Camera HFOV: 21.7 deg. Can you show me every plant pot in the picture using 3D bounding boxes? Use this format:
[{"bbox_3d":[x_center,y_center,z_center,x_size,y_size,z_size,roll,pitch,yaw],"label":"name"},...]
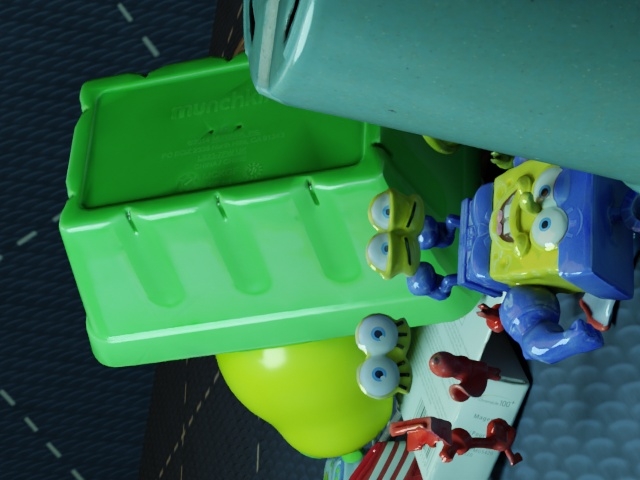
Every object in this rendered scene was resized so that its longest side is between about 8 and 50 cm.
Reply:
[{"bbox_3d":[0.140,-0.186,0.999,0.341,0.334,0.341,-174,90,-78],"label":"plant pot"}]

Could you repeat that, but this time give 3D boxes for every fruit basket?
[{"bbox_3d":[-0.024,0.017,1.516,0.392,0.392,0.283,115,162,-54],"label":"fruit basket"}]

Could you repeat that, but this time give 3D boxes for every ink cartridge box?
[{"bbox_3d":[0.133,0.059,1.525,0.275,0.060,0.239,-107,34,-62],"label":"ink cartridge box"}]

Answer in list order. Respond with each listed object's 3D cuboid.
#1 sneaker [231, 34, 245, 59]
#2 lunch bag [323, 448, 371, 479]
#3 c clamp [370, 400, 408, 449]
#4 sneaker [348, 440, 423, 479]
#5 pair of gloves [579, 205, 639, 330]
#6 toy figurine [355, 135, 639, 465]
[{"bbox_3d":[0.035,-0.252,1.622,0.180,0.124,0.321,-31,-16,-53],"label":"sneaker"},{"bbox_3d":[0.047,0.313,1.646,0.176,0.090,0.219,116,154,-78],"label":"lunch bag"},{"bbox_3d":[0.076,0.216,1.768,0.161,0.022,0.137,119,153,-57],"label":"c clamp"},{"bbox_3d":[0.068,0.289,1.525,0.087,0.128,0.221,126,150,-67],"label":"sneaker"},{"bbox_3d":[0.212,-0.031,1.301,0.198,0.023,0.159,-113,33,-64],"label":"pair of gloves"},{"bbox_3d":[0.178,-0.023,1.221,0.217,0.191,0.362,-15,59,44],"label":"toy figurine"}]
